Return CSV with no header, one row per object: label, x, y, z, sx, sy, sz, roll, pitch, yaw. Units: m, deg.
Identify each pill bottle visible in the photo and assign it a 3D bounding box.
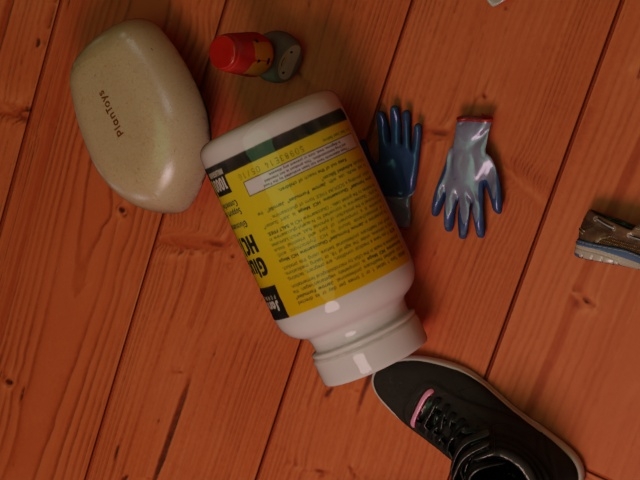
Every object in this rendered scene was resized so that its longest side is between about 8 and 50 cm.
pill bottle,0.000,0.000,1.800,0.188,0.188,0.334,-23,93,25

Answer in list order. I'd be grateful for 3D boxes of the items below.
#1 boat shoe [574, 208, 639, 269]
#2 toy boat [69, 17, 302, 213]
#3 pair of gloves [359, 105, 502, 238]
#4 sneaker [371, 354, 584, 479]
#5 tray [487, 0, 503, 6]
boat shoe,0.385,0.002,1.699,0.183,0.066,0.066,10,98,24
toy boat,-0.173,-0.183,1.910,0.318,0.148,0.267,-26,79,32
pair of gloves,0.136,-0.085,1.829,0.198,0.023,0.159,7,100,28
sneaker,0.170,0.235,1.779,0.296,0.147,0.104,31,109,20
tray,0.278,-0.408,1.726,0.270,0.030,0.145,-34,82,24
